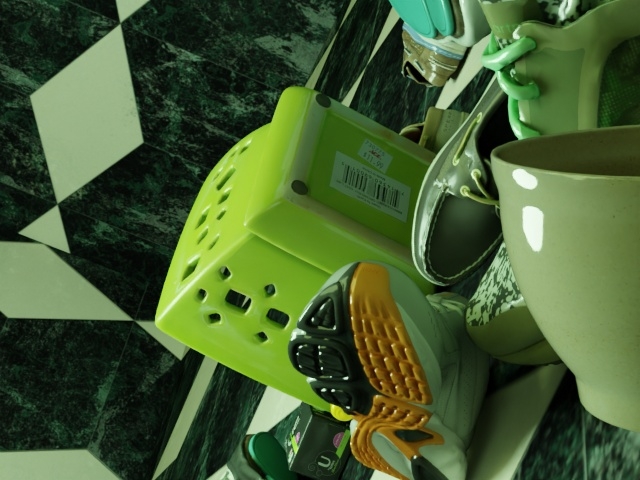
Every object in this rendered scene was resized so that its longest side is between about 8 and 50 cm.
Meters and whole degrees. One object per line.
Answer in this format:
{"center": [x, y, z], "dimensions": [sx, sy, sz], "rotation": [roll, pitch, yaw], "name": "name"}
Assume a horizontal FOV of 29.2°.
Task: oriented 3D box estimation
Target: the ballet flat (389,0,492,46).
{"center": [0.152, -0.278, 1.287], "dimensions": [0.400, 0.139, 0.139], "rotation": [-112, 44, -73], "name": "ballet flat"}

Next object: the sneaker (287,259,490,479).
{"center": [0.058, 0.067, 0.806], "dimensions": [0.121, 0.099, 0.262], "rotation": [-63, -23, -24], "name": "sneaker"}

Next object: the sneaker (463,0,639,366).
{"center": [0.145, -0.103, 0.654], "dimensions": [0.158, 0.182, 0.410], "rotation": [-77, 10, -52], "name": "sneaker"}

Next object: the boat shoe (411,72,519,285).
{"center": [0.137, -0.062, 0.947], "dimensions": [0.068, 0.081, 0.228], "rotation": [-88, 24, -77], "name": "boat shoe"}

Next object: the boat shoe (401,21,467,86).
{"center": [0.125, -0.224, 1.483], "dimensions": [0.183, 0.066, 0.066], "rotation": [-107, 38, -77], "name": "boat shoe"}

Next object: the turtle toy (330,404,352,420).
{"center": [0.058, 0.102, 1.079], "dimensions": [0.095, 0.066, 0.130], "rotation": [-82, 17, -52], "name": "turtle toy"}

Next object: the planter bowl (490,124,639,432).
{"center": [0.151, 0.015, 0.491], "dimensions": [0.162, 0.162, 0.109], "rotation": [-116, 22, -79], "name": "planter bowl"}

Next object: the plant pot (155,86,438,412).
{"center": [0.000, 0.000, 1.202], "dimensions": [0.207, 0.228, 0.227], "rotation": [-49, 19, 43], "name": "plant pot"}

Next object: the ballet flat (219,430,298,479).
{"center": [-0.071, 0.275, 1.290], "dimensions": [0.096, 0.095, 0.280], "rotation": [-37, 8, -1], "name": "ballet flat"}

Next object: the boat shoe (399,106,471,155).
{"center": [0.108, -0.099, 1.297], "dimensions": [0.170, 0.059, 0.063], "rotation": [130, 161, -63], "name": "boat shoe"}

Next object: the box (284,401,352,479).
{"center": [-0.001, 0.201, 1.243], "dimensions": [0.083, 0.052, 0.062], "rotation": [-126, 58, -82], "name": "box"}
